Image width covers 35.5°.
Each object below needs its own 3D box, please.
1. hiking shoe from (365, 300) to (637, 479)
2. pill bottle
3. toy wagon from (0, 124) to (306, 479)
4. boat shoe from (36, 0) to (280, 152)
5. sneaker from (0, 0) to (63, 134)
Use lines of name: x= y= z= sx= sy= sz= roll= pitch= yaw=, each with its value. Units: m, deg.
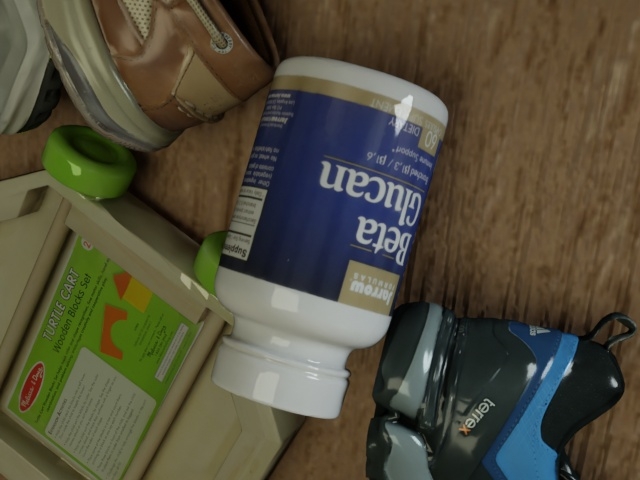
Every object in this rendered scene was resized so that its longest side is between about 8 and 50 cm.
hiking shoe: x=0.093 y=0.183 z=0.546 sx=0.132 sy=0.113 sz=0.304 roll=4 pitch=114 yaw=11
pill bottle: x=0.000 y=0.000 z=0.514 sx=0.094 sy=0.094 sz=0.170 roll=15 pitch=88 yaw=20
toy wagon: x=-0.176 y=0.057 z=0.654 sx=0.344 sy=0.068 sz=0.267 roll=36 pitch=115 yaw=12
boat shoe: x=-0.106 y=-0.214 z=0.526 sx=0.116 sy=0.123 sz=0.325 roll=-15 pitch=104 yaw=20
sneaker: x=-0.269 y=-0.234 z=0.543 sx=0.145 sy=0.147 sz=0.385 roll=-27 pitch=85 yaw=52
